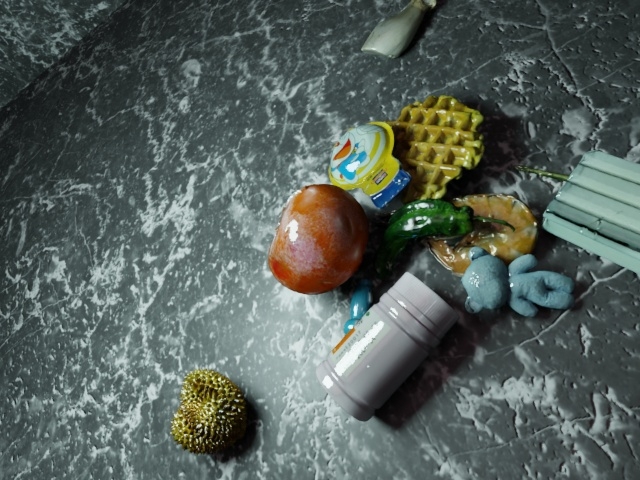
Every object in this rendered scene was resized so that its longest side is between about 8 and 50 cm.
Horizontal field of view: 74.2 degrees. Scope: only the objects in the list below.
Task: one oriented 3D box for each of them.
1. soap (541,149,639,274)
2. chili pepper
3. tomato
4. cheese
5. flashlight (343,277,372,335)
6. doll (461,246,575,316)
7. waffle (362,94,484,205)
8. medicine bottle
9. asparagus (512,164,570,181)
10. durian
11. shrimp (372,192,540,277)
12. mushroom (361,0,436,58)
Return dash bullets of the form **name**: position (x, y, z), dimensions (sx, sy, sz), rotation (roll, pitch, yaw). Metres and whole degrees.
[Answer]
- **soap**: position (0.514, -0.033, 0.682), dimensions (0.262, 0.094, 0.150), rotation (34, 81, 33)
- **chili pepper**: position (0.200, -0.016, 0.795), dimensions (0.279, 0.065, 0.122), rotation (-24, 99, 37)
- **tomato**: position (0.000, 0.003, 0.853), dimensions (0.189, 0.232, 0.231), rotation (19, 73, -7)
- **cheese**: position (0.099, -0.164, 0.892), dimensions (0.177, 0.069, 0.270), rotation (-45, 42, 13)
- **flashlight**: position (0.078, 0.139, 0.857), dimensions (0.051, 0.051, 0.128), rotation (-3, 62, 27)
- **doll**: position (0.339, 0.079, 0.741), dimensions (0.180, 0.075, 0.119), rotation (9, 76, 3)
- **waffle**: position (0.202, -0.192, 0.909), dimensions (0.282, 0.058, 0.300), rotation (-43, 40, 12)
- **medicine bottle**: position (0.119, 0.188, 0.759), dimensions (0.249, 0.133, 0.133), rotation (-47, 54, 2)
- **asparagus**: position (0.432, -0.130, 0.819), dimensions (0.115, 0.015, 0.014), rotation (22, 80, 33)
- **durian**: position (-0.227, 0.355, 0.867), dimensions (0.168, 0.137, 0.158), rotation (24, 99, 21)
- **shrimp**: position (0.253, -0.008, 0.831), dimensions (0.317, 0.062, 0.164), rotation (0, 74, 29)
- **mushroom**: position (0.207, -0.560, 1.100), dimensions (0.225, 0.093, 0.116), rotation (-48, 33, 6)
